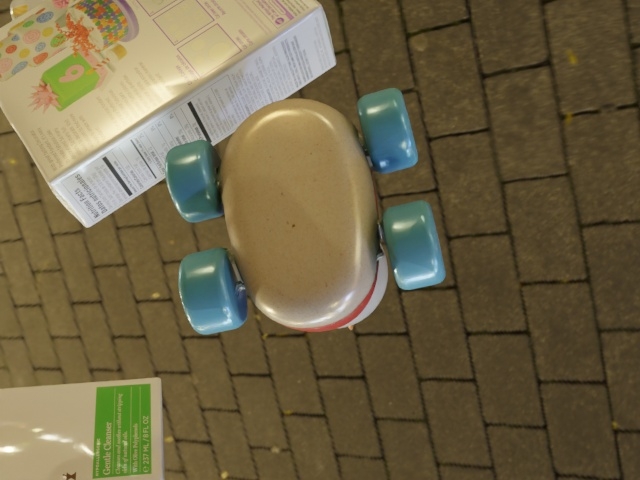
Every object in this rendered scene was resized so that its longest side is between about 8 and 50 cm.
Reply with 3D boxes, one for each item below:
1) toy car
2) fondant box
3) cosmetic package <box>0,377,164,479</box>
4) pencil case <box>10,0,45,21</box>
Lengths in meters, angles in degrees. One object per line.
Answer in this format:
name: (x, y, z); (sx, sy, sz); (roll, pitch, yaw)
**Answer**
toy car: (0.000, 0.000, 0.812); (0.219, 0.238, 0.210); (-14, 70, 7)
fondant box: (-0.186, -0.203, 0.930); (0.238, 0.330, 0.096); (51, 170, 30)
cosmetic package: (-0.426, 0.341, 1.299); (0.155, 0.366, 0.197); (98, 164, -44)
pencil case: (-0.296, -0.344, 1.173); (0.273, 0.124, 0.113); (-21, 113, 20)
